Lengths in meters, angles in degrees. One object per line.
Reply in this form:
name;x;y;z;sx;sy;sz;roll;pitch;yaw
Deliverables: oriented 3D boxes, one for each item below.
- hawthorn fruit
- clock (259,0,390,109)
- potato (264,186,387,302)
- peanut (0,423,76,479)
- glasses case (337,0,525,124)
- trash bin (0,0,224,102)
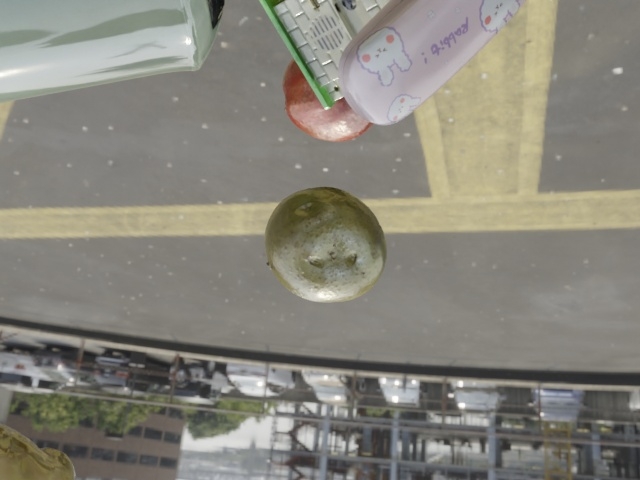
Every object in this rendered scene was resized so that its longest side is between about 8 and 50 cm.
hawthorn fruit;0.015;-0.296;1.356;0.253;0.205;0.205;-19;150;37
clock;0.070;-0.366;1.083;0.255;0.106;0.220;-17;117;35
potato;0.000;0.000;0.877;0.157;0.157;0.194;10;-168;-12
peanut;-0.344;0.189;0.538;0.290;0.130;0.130;17;157;-27
glasses case;0.143;-0.262;0.806;0.113;0.297;0.075;50;173;-38
trash bin;-0.325;-0.304;0.781;0.432;0.280;0.280;-16;162;-10
